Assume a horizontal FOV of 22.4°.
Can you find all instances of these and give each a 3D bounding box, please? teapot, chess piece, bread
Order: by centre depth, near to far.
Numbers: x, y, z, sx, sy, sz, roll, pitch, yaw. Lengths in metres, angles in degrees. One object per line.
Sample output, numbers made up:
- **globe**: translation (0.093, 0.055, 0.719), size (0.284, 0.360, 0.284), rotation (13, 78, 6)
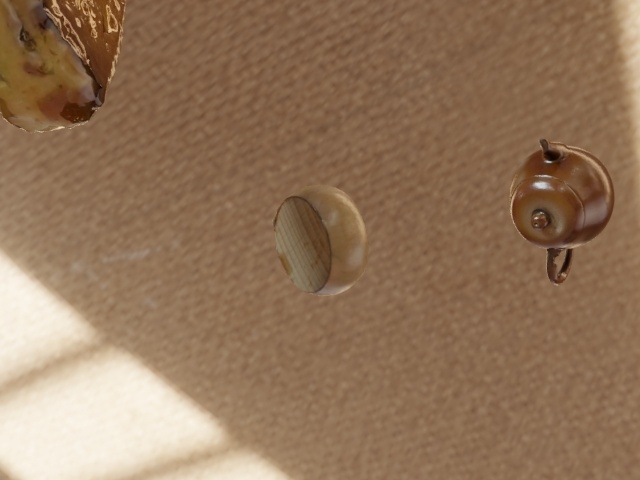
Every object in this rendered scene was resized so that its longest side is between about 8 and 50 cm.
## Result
- **bread**: translation (-0.197, -0.198, 1.004), size (0.099, 0.235, 0.210), rotation (-15, 127, 13)
- **chess piece**: translation (0.000, 0.000, 1.206), size (0.083, 0.038, 0.084), rotation (28, 126, 46)
- **teapot**: translation (0.243, -0.033, 1.672), size (0.116, 0.116, 0.173), rotation (5, 117, 23)
